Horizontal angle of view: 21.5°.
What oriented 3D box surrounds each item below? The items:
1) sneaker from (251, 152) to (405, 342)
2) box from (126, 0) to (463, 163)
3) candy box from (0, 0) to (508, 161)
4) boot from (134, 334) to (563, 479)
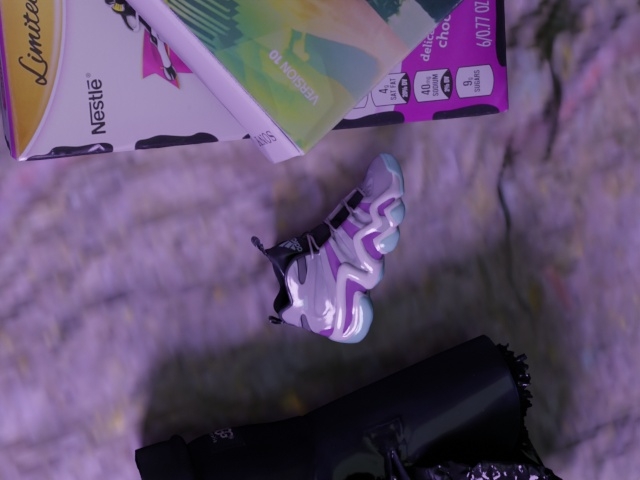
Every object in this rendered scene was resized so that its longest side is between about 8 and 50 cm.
[{"bbox_3d":[0.000,0.000,0.832,0.069,0.038,0.098,12,98,-17],"label":"sneaker"},{"bbox_3d":[0.020,-0.224,0.713,0.322,0.058,0.232,-45,99,-8],"label":"box"},{"bbox_3d":[-0.035,-0.128,0.778,0.233,0.071,0.159,-7,103,-12],"label":"candy box"},{"bbox_3d":[0.034,0.186,0.851,0.207,0.094,0.247,-14,99,-7],"label":"boot"}]
